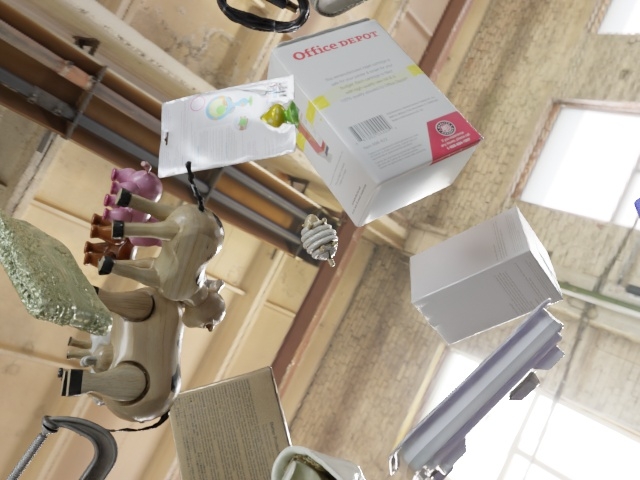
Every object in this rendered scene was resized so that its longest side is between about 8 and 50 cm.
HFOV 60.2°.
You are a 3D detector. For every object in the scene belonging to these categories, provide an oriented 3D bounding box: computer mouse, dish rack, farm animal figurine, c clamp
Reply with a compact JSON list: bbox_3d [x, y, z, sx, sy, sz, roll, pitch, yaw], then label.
[{"bbox_3d":[-0.117,-0.262,0.494,0.242,0.041,0.071,32,-80,-10],"label":"computer mouse"},{"bbox_3d":[0.247,0.256,0.852,0.333,0.072,0.285,-38,-26,-13],"label":"dish rack"},{"bbox_3d":[-0.207,0.080,0.695,0.172,0.330,0.326,13,-94,-26],"label":"farm animal figurine"},{"bbox_3d":[-0.313,0.259,0.610,0.137,0.022,0.160,41,-98,-9],"label":"c clamp"}]

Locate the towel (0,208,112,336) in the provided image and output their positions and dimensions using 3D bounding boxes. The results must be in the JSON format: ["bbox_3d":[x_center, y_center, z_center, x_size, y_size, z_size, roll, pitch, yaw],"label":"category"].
[{"bbox_3d":[-0.276,0.032,0.561,0.027,0.148,0.110,-42,-26,0],"label":"towel"}]

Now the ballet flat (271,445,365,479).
[{"bbox_3d":[0.016,0.304,0.546,0.139,0.400,0.139,1,-93,-12],"label":"ballet flat"}]

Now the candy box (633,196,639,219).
[{"bbox_3d":[0.404,0.093,0.377,0.317,0.122,0.268,27,-138,-14],"label":"candy box"}]

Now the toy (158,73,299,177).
[{"bbox_3d":[-0.144,-0.174,0.888,0.056,0.238,0.136,36,-131,-63],"label":"toy"}]

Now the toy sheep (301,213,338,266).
[{"bbox_3d":[0.000,0.000,1.270,0.091,0.091,0.132,-11,-106,-41],"label":"toy sheep"}]

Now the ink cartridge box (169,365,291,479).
[{"bbox_3d":[-0.151,0.364,0.972,0.193,0.234,0.088,-13,-21,-10],"label":"ink cartridge box"}]

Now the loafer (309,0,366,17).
[{"bbox_3d":[0.093,-0.403,0.795,0.112,0.320,0.111,-3,-99,-37],"label":"loafer"}]

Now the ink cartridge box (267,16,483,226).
[{"bbox_3d":[0.098,-0.261,1.169,0.279,0.384,0.160,-25,-22,-24],"label":"ink cartridge box"}]

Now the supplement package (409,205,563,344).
[{"bbox_3d":[0.382,0.087,1.315,0.177,0.293,0.175,48,-151,-26],"label":"supplement package"}]
